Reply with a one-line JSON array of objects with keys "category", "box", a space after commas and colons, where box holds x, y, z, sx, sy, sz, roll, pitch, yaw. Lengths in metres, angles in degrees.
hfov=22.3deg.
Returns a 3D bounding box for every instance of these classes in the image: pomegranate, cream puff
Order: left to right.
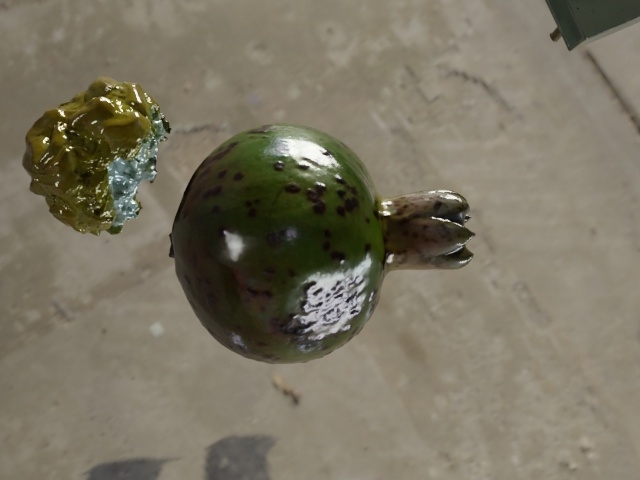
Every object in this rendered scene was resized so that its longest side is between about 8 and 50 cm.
[{"category": "cream puff", "box": [-0.218, -0.080, 1.529, 0.121, 0.156, 0.156, 31, 53, 9]}, {"category": "pomegranate", "box": [0.000, 0.000, 1.305, 0.248, 0.202, 0.202, -5, 68, 4]}]

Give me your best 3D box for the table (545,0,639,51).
[{"category": "table", "box": [0.235, -0.307, 1.571, 0.122, 0.111, 0.240, -23, 86, -17]}]
